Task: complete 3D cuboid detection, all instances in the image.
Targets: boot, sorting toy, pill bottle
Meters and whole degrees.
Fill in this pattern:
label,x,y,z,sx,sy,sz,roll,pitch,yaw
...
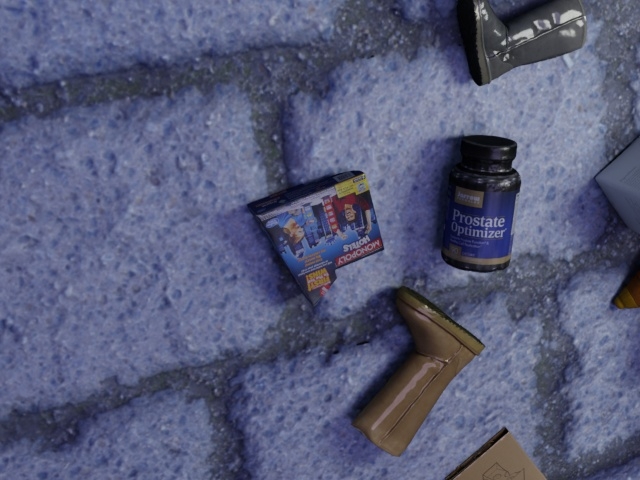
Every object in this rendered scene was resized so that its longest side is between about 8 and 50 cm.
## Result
label,x,y,z,sx,sy,sz,roll,pitch,yaw
boot,0.336,-0.364,1.418,0.209,0.076,0.189,-22,130,-4
sorting toy,0.704,0.207,1.699,0.126,0.127,0.365,-31,85,19
boot,0.151,0.244,1.564,0.236,0.089,0.269,37,94,-27
pill bottle,0.278,-0.065,1.478,0.123,0.123,0.219,-4,110,-19

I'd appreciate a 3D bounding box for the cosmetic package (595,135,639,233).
label,x,y,z,sx,sy,sz,roll,pitch,yaw
cosmetic package,0.640,-0.091,1.571,0.151,0.183,0.151,-43,118,0

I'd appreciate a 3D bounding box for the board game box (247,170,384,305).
label,x,y,z,sx,sy,sz,roll,pitch,yaw
board game box,0.000,0.000,1.433,0.194,0.060,0.194,-21,116,-13

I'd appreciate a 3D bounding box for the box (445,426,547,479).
label,x,y,z,sx,sy,sz,roll,pitch,yaw
box,0.371,0.500,1.778,0.164,0.021,0.201,-40,117,-3
